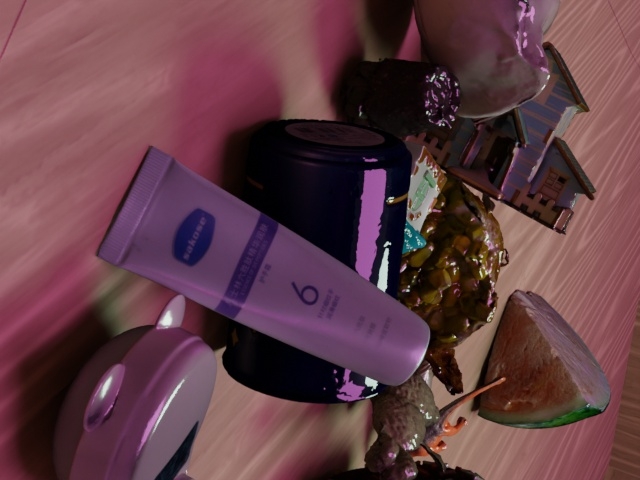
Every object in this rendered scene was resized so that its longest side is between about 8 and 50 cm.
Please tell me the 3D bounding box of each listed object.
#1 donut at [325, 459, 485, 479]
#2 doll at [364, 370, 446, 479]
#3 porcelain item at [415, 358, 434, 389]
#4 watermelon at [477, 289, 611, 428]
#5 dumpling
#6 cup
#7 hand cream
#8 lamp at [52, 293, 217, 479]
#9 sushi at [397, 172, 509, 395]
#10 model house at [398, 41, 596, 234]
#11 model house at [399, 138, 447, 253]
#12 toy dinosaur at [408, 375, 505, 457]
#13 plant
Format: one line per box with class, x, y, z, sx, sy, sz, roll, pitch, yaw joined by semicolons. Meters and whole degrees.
donut;0.111;0.367;1.528;0.270;0.269;0.103;2;87;-65
doll;0.107;0.251;1.488;0.202;0.286;0.091;31;105;-27
porcelain item;0.161;0.179;1.737;0.084;0.054;0.213;17;89;-66
watermelon;0.418;0.270;2.239;0.222;0.319;0.292;-41;152;14
dumpling;0.175;-0.274;1.299;0.227;0.175;0.243;134;-25;-61
cup;-0.018;0.002;1.180;0.178;0.255;0.256;-1;108;-25
hand cream;-0.039;0.040;1.020;0.109;0.320;0.067;-66;-161;-14
lamp;-0.167;0.172;0.977;0.179;0.108;0.246;-48;153;-49
sushi;0.173;0.054;1.573;0.179;0.167;0.296;-59;167;-66
model house;0.255;-0.156;1.440;0.206;0.271;0.178;-62;162;9
model house;0.074;-0.042;1.357;0.149;0.100;0.127;-67;154;-8
toy dinosaur;0.177;0.274;1.657;0.279;0.055;0.101;-46;160;24
plant;0.086;-0.159;1.268;0.092;0.143;0.094;27;77;-42
